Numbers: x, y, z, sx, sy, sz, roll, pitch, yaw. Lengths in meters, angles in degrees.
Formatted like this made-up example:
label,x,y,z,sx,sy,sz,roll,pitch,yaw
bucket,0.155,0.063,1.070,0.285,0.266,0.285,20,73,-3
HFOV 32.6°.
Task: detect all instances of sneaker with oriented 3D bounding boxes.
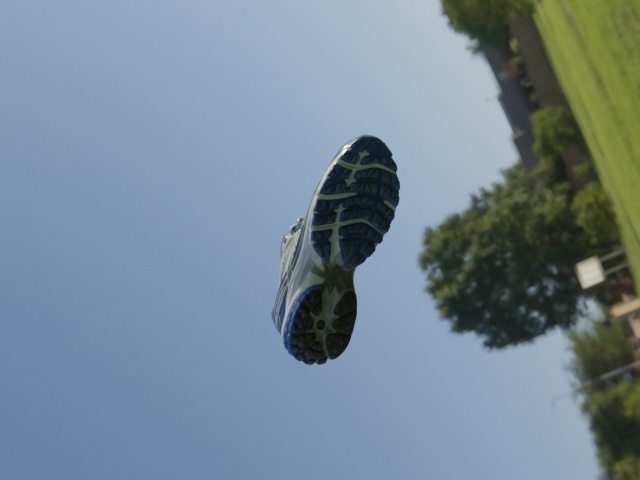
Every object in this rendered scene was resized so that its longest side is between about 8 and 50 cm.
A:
label,x,y,z,sx,sy,sz,roll,pitch,yaw
sneaker,0.000,0.000,0.636,0.052,0.135,0.058,16,-171,-30
